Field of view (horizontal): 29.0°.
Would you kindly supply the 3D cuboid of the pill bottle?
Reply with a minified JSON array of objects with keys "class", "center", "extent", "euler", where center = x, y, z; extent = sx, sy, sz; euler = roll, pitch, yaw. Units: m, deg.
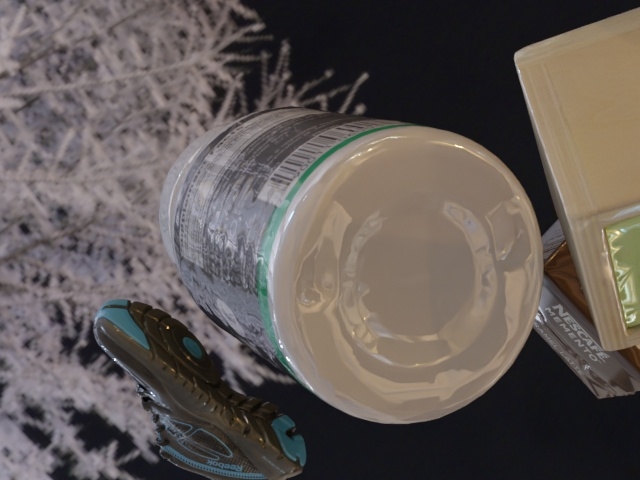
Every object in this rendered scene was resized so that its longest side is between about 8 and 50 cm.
[{"class":"pill bottle","center":[0.000,0.000,0.974],"extent":[0.204,0.204,0.361],"euler":[64,-15,-18]}]

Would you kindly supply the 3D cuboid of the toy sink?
[{"class":"toy sink","center":[0.246,-0.049,0.686],"extent":[0.234,0.131,0.152],"euler":[-17,-36,8]}]

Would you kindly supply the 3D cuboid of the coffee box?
[{"class":"coffee box","center":[0.290,0.000,1.062],"extent":[0.141,0.246,0.098],"euler":[46,-19,-3]}]

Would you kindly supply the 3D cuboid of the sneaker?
[{"class":"sneaker","center":[-0.173,0.215,1.553],"extent":[0.140,0.125,0.341],"euler":[-38,-69,17]}]
